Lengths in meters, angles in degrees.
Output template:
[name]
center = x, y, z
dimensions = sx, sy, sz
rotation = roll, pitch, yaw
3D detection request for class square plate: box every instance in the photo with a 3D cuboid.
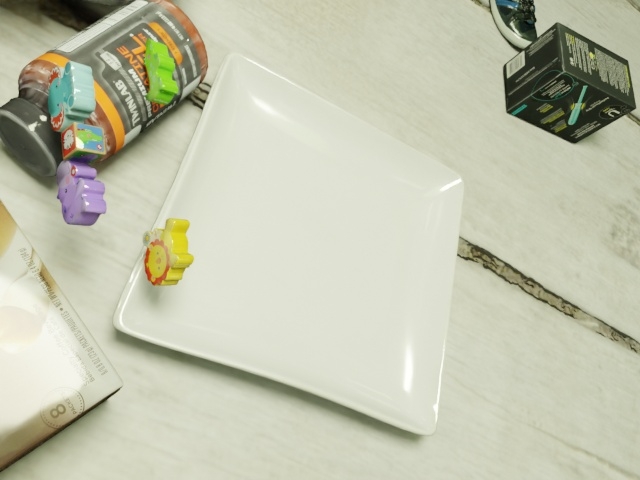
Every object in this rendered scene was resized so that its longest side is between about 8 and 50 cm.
[square plate]
center = 0.000, 0.000, 0.612
dimensions = 0.348, 0.049, 0.343
rotation = 25, 60, -19

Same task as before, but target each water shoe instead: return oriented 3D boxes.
[water shoe]
center = 0.343, -0.434, 0.959
dimensions = 0.073, 0.080, 0.203
rotation = -8, 74, -31

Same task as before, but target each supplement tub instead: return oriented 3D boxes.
[supplement tub]
center = -0.205, -0.145, 0.524
dimensions = 0.106, 0.106, 0.197
rotation = 42, 57, -8

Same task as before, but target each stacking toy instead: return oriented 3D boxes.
[stacking toy]
center = -0.188, -0.075, 0.421
dimensions = 0.167, 0.052, 0.221
rotation = 6, 71, -49

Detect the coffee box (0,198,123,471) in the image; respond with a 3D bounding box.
[coffee box]
center = -0.279, 0.052, 0.404
dimensions = 0.141, 0.098, 0.246
rotation = -33, 88, -35

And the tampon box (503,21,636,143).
[tampon box]
center = 0.402, -0.251, 0.893
dimensions = 0.161, 0.120, 0.101
rotation = 16, 64, -23

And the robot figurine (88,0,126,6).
[robot figurine]
center = -0.283, -0.342, 0.501
dimensions = 0.354, 0.199, 0.300
rotation = 3, 32, -28
